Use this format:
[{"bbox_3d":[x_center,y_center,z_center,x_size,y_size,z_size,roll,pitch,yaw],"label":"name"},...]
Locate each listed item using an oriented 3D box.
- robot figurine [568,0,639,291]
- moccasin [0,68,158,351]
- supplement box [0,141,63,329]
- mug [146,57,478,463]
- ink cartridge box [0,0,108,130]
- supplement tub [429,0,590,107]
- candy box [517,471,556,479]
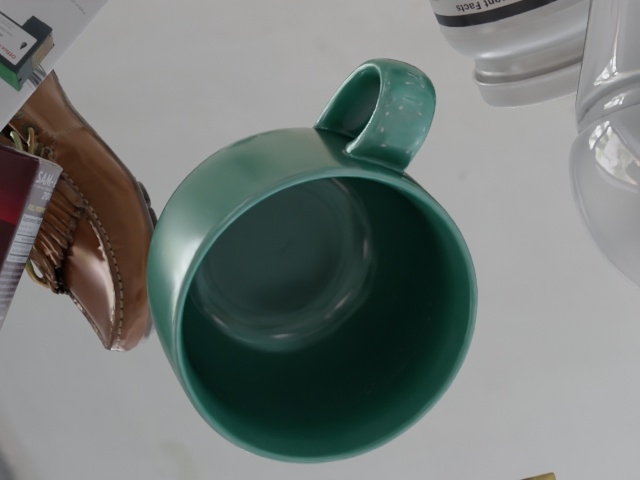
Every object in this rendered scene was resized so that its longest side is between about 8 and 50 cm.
[{"bbox_3d":[0.240,-0.103,0.943,0.200,0.353,0.300,1,-20,26],"label":"robot figurine"},{"bbox_3d":[-0.254,-0.049,1.582,0.380,0.147,0.139,57,-37,28],"label":"moccasin"},{"bbox_3d":[-0.285,0.036,1.240,0.130,0.073,0.239,20,-91,4],"label":"supplement box"},{"bbox_3d":[0.001,0.009,0.765,0.158,0.097,0.129,-37,-66,-1],"label":"mug"},{"bbox_3d":[-0.281,-0.166,1.483,0.092,0.219,0.160,44,-19,-23],"label":"ink cartridge box"},{"bbox_3d":[0.161,-0.265,1.446,0.191,0.191,0.272,-12,-68,34],"label":"supplement tub"},{"bbox_3d":[0.096,0.230,0.971,0.053,0.109,0.186,135,-57,-66],"label":"candy box"}]
